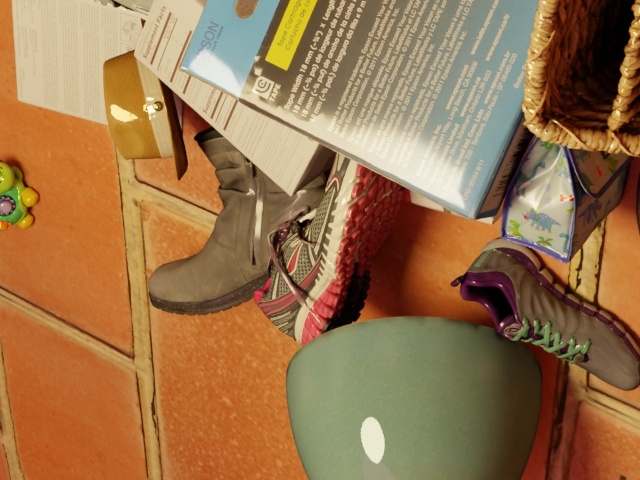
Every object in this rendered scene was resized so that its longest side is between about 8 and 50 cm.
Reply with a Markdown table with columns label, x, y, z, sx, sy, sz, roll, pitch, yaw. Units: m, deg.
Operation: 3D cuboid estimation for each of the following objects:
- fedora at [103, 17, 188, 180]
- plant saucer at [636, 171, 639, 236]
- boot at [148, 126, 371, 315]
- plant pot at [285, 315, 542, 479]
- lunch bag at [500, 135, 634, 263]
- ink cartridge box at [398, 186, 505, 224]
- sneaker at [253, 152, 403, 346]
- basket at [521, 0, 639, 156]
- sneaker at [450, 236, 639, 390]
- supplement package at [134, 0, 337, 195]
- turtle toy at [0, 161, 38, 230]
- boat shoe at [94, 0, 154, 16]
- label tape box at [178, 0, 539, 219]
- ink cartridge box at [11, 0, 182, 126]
| label | x | y | z | sx | sy | sz | roll | pitch | yaw |
| --- | --- | --- | --- | --- | --- | --- | --- | --- | --- |
| fedora | -0.209 | -0.158 | 1.890 | 0.194 | 0.079 | 0.194 | 167 | 90 | -88 |
| plant saucer | 0.429 | 0.010 | 1.537 | 0.311 | 0.050 | 0.310 | 25 | 135 | 28 |
| boot | -0.103 | -0.038 | 1.967 | 0.338 | 0.118 | 0.222 | -12 | 108 | 35 |
| plant pot | 0.104 | 0.238 | 1.792 | 0.290 | 0.195 | 0.290 | 1 | 147 | 1 |
| lunch bag | 0.246 | -0.076 | 1.577 | 0.096 | 0.129 | 0.151 | 21 | 130 | 25 |
| ink cartridge box | 0.138 | -0.084 | 1.729 | 0.135 | 0.056 | 0.099 | 17 | 130 | 35 |
| sneaker | 0.000 | 0.000 | 1.768 | 0.112 | 0.121 | 0.299 | 34 | 130 | 17 |
| basket | 0.320 | -0.206 | 1.337 | 0.213 | 0.223 | 0.299 | 29 | 135 | 25 |
| sneaker | 0.241 | 0.098 | 1.740 | 0.224 | 0.098 | 0.083 | 40 | 139 | 13 |
| supplement package | -0.059 | -0.195 | 1.767 | 0.244 | 0.139 | 0.134 | 43 | 139 | 11 |
| turtle toy | -0.451 | -0.066 | 2.289 | 0.095 | 0.066 | 0.130 | 39 | 139 | 14 |
| boat shoe | -0.239 | -0.306 | 1.896 | 0.228 | 0.079 | 0.081 | 24 | 129 | 24 |
| label tape box | 0.064 | -0.200 | 1.570 | 0.334 | 0.106 | 0.240 | 28 | 104 | 16 |
| ink cartridge box | -0.270 | -0.231 | 2.023 | 0.232 | 0.066 | 0.189 | 14 | 131 | 9 |
